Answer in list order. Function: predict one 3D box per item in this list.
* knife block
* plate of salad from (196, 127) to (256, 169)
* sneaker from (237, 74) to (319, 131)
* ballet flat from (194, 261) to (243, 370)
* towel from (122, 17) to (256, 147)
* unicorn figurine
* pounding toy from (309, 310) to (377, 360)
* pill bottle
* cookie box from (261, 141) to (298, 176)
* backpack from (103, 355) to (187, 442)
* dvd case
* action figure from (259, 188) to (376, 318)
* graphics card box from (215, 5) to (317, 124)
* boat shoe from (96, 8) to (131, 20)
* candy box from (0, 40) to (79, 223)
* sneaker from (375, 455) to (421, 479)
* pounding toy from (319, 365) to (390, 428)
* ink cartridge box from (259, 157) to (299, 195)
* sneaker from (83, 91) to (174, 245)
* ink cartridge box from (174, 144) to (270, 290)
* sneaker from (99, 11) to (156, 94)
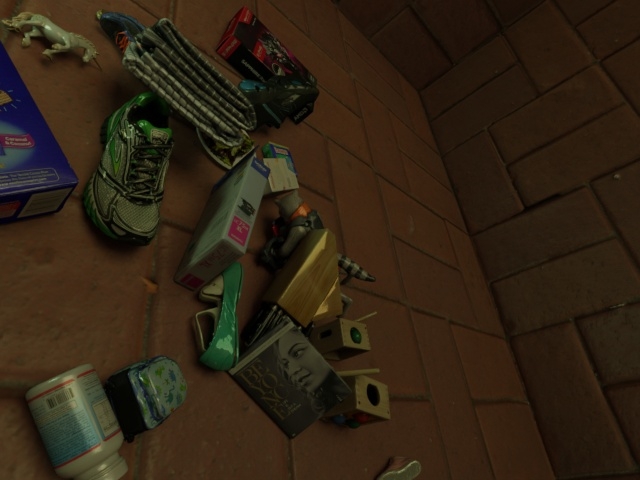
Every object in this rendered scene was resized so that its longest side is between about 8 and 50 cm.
[{"bbox_3d":[-0.073,0.119,0.908,0.241,0.088,0.276,-6,91,-34],"label":"knife block"},{"bbox_3d":[-0.249,-0.279,1.112,0.199,0.048,0.200,33,42,-36],"label":"plate of salad"},{"bbox_3d":[-0.135,-0.437,1.282,0.125,0.140,0.340,32,37,27],"label":"sneaker"},{"bbox_3d":[-0.208,0.139,0.825,0.087,0.083,0.248,17,49,-28],"label":"ballet flat"},{"bbox_3d":[-0.281,-0.347,0.896,0.283,0.121,0.235,39,7,-33],"label":"towel"},{"bbox_3d":[-0.532,-0.406,0.820,0.162,0.060,0.111,42,38,-26],"label":"unicorn figurine"},{"bbox_3d":[0.065,0.242,1.048,0.130,0.141,0.100,23,48,-43],"label":"pounding toy"},{"bbox_3d":[-0.330,0.261,0.558,0.087,0.087,0.160,-18,80,-56],"label":"pill bottle"},{"bbox_3d":[-0.126,-0.244,1.254,0.091,0.040,0.107,3,62,-51],"label":"cookie box"},{"bbox_3d":[-0.266,0.239,0.647,0.114,0.084,0.105,-9,77,-81],"label":"backpack"},{"bbox_3d":[-0.063,0.288,0.840,0.221,0.164,0.018,52,1,-13],"label":"dvd case"},{"bbox_3d":[0.000,0.000,1.118,0.330,0.178,0.341,54,32,-15],"label":"action figure"},{"bbox_3d":[-0.172,-0.613,1.427,0.370,0.094,0.233,37,39,-32],"label":"graphics card box"},{"bbox_3d":[-0.478,-0.533,1.002,0.135,0.045,0.050,13,55,-48],"label":"boat shoe"},{"bbox_3d":[-0.554,-0.171,0.559,0.268,0.122,0.318,-27,89,-56],"label":"candy box"},{"bbox_3d":[0.186,0.597,1.033,0.134,0.070,0.051,-13,84,-26],"label":"sneaker"},{"bbox_3d":[0.070,0.361,0.927,0.206,0.181,0.094,33,42,-35],"label":"pounding toy"},{"bbox_3d":[-0.144,-0.170,1.115,0.143,0.089,0.092,-17,92,-56],"label":"ink cartridge box"},{"bbox_3d":[-0.359,-0.150,0.780,0.134,0.146,0.344,17,53,-46],"label":"sneaker"},{"bbox_3d":[-0.202,-0.059,0.881,0.065,0.185,0.311,35,40,-29],"label":"ink cartridge box"},{"bbox_3d":[-0.433,-0.445,0.968,0.221,0.083,0.087,44,42,-20],"label":"sneaker"}]
